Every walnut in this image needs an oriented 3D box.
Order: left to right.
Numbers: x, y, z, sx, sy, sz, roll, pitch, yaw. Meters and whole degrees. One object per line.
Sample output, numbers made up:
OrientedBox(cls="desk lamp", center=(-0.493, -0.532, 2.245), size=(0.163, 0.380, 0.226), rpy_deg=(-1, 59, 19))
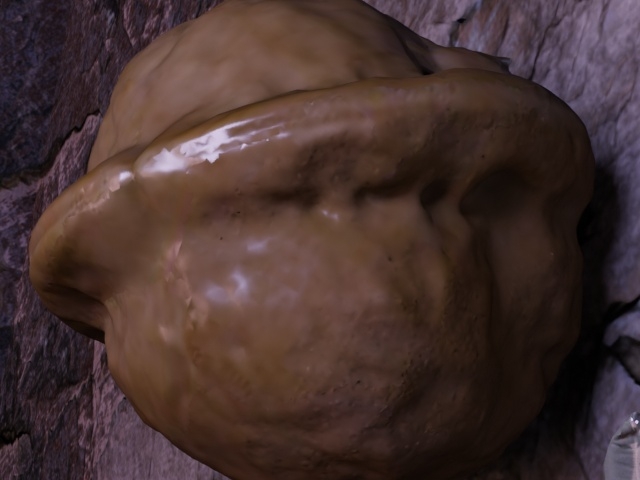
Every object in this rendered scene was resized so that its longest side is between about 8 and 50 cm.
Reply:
OrientedBox(cls="walnut", center=(0.009, 0.008, 0.841), size=(0.383, 0.384, 0.383), rpy_deg=(-23, 63, 57))

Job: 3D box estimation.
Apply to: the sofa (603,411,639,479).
OrientedBox(cls="sofa", center=(0.144, 0.227, 0.654), size=(0.225, 0.210, 0.176), rpy_deg=(-30, 57, 24))
